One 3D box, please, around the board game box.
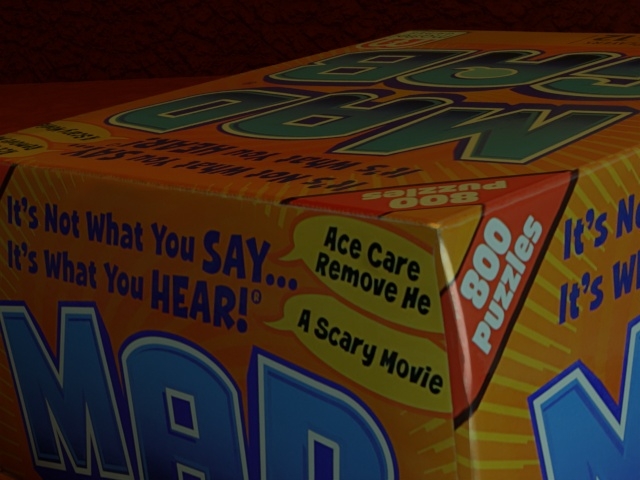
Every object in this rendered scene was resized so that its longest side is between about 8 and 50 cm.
[{"bbox_3d":[0.072,0.097,0.797,0.356,0.356,0.356,-19,20,-39],"label":"board game box"}]
